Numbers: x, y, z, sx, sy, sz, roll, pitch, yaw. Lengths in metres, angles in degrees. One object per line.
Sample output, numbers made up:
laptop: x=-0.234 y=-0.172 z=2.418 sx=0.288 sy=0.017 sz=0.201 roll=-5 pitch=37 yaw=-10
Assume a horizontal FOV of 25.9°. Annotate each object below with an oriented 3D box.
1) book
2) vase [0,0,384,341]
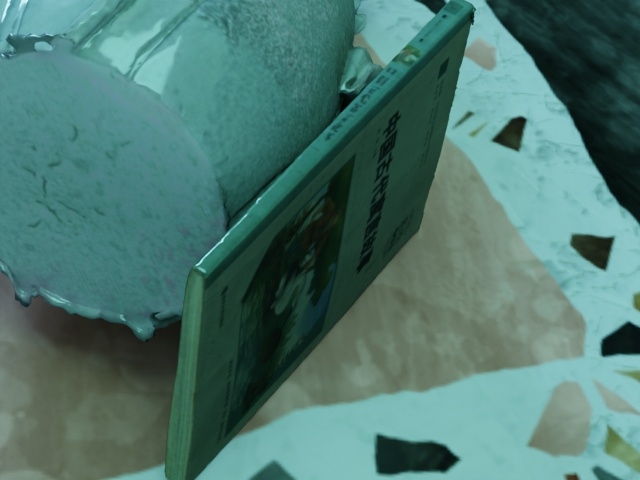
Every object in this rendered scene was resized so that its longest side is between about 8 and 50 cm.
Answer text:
book: x=0.000 y=0.000 z=0.842 sx=0.025 sy=0.215 sz=0.283 roll=31 pitch=52 yaw=16
vase: x=-0.068 y=-0.158 z=0.930 sx=0.250 sy=0.250 sz=0.445 roll=24 pitch=43 yaw=3
